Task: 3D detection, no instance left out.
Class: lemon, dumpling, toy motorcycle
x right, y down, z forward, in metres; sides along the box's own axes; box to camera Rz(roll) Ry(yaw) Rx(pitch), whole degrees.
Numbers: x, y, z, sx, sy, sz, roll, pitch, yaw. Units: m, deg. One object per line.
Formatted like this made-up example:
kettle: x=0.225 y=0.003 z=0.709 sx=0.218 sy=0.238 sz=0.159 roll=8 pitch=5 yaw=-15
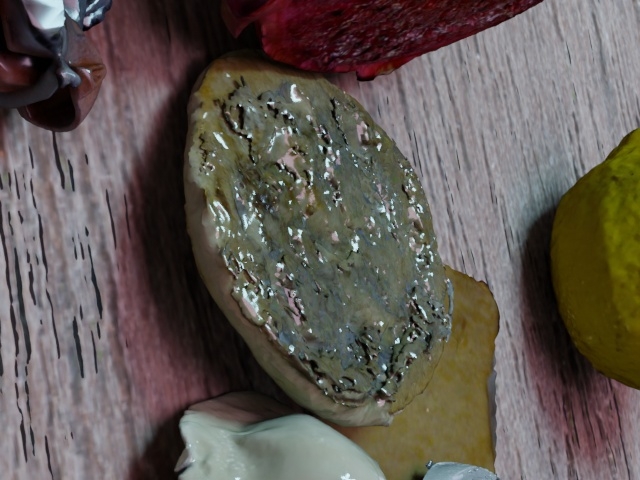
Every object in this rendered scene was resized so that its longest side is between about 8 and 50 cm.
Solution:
lemon: x=0.285 y=0.020 z=1.426 sx=0.192 sy=0.192 sz=0.231 roll=2 pitch=80 yaw=-54
dumpling: x=-0.015 y=0.155 z=1.067 sx=0.181 sy=0.111 sz=0.155 roll=67 pitch=-1 yaw=-57
toy motorcycle: x=-0.186 y=-0.110 z=0.909 sx=0.212 sy=0.084 sz=0.118 roll=-11 pitch=92 yaw=-47

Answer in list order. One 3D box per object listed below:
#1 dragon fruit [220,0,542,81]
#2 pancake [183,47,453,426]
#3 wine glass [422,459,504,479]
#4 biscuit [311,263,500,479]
dragon fruit: x=0.082 y=-0.276 z=1.110 sx=0.386 sy=0.371 sz=0.249 roll=-20 pitch=75 yaw=-24
pancake: x=0.001 y=-0.001 z=1.132 sx=0.282 sy=0.049 sz=0.282 roll=36 pitch=43 yaw=-43
wine glass: x=0.160 y=0.234 z=1.184 sx=0.165 sy=0.196 sz=0.165 roll=7 pitch=81 yaw=-53
biscuit: x=0.065 y=0.118 z=1.253 sx=0.237 sy=0.013 sz=0.232 roll=24 pitch=64 yaw=-50
